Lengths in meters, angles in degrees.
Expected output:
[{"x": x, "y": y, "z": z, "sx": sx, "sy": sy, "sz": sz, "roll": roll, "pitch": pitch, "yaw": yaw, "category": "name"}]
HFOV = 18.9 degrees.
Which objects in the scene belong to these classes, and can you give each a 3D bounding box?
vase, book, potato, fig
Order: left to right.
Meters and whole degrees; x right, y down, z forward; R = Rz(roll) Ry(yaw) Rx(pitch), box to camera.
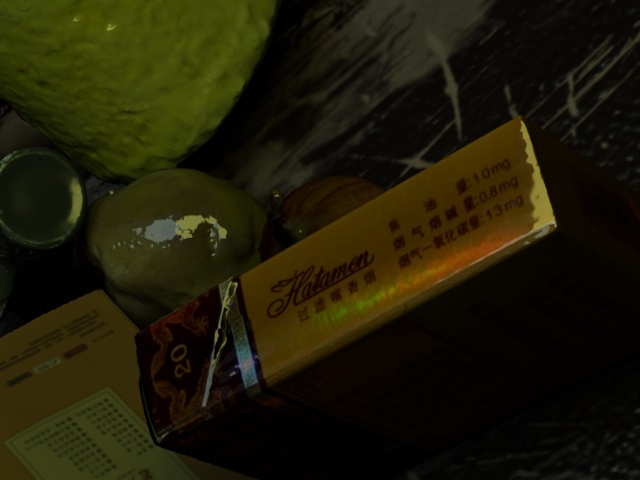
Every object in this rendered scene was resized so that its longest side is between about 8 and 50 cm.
[{"x": -0.328, "y": -0.004, "z": 1.985, "sx": 0.301, "sy": 0.156, "sz": 0.251, "roll": 154, "pitch": 128, "yaw": -66, "category": "vase"}, {"x": -0.194, "y": 0.219, "z": 1.758, "sx": 0.389, "sy": 0.269, "sz": 0.032, "roll": 44, "pitch": 145, "yaw": 30, "category": "book"}, {"x": -0.143, "y": 0.009, "z": 1.912, "sx": 0.200, "sy": 0.154, "sz": 0.137, "roll": -7, "pitch": 47, "yaw": 34, "category": "potato"}, {"x": 0.008, "y": 0.019, "z": 1.778, "sx": 0.149, "sy": 0.202, "sz": 0.148, "roll": 51, "pitch": 125, "yaw": 4, "category": "fig"}]

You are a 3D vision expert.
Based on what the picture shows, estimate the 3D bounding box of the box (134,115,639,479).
[{"x": 0.078, "y": 0.075, "z": 1.627, "sx": 0.415, "sy": 0.264, "sz": 0.115, "roll": -30, "pitch": 57, "yaw": 27, "category": "box"}]

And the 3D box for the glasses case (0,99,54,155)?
[{"x": -0.397, "y": -0.125, "z": 2.225, "sx": 0.193, "sy": 0.070, "sz": 0.102, "roll": -27, "pitch": 56, "yaw": 28, "category": "glasses case"}]

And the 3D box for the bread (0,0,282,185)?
[{"x": -0.226, "y": -0.260, "z": 1.965, "sx": 0.348, "sy": 0.308, "sz": 0.348, "roll": -39, "pitch": 33, "yaw": 31, "category": "bread"}]
